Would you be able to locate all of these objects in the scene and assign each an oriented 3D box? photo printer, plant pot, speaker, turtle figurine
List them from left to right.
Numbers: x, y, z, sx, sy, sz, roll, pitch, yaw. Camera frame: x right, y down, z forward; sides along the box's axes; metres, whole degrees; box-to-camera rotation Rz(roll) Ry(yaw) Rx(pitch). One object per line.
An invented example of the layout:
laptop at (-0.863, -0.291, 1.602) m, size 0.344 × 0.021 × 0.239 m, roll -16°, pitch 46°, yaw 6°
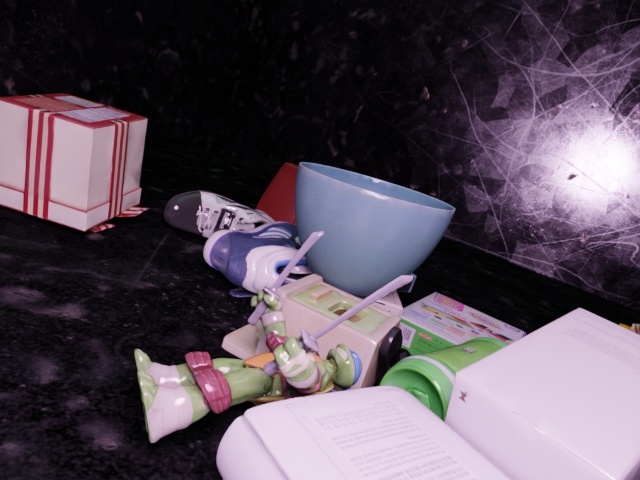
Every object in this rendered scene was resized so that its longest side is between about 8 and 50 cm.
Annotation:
turtle figurine at (-0.076, 0.108, 0.556) m, size 0.266 × 0.274 × 0.198 m, roll -10°, pitch 40°, yaw -23°
plant pot at (-0.039, -0.115, 1.585) m, size 0.267 × 0.235 × 0.267 m, roll 7°, pitch 16°, yaw -38°
plant pot at (0.077, -0.011, 0.879) m, size 0.290 × 0.195 × 0.290 m, roll 15°, pitch 13°, yaw -4°
photo printer at (0.084, 0.264, 0.421) m, size 0.256 × 0.107 × 0.307 m, roll 7°, pitch 17°, yaw -40°
speaker at (0.216, 0.224, 0.736) m, size 0.131 × 0.131 × 0.296 m, roll 28°, pitch 16°, yaw 39°

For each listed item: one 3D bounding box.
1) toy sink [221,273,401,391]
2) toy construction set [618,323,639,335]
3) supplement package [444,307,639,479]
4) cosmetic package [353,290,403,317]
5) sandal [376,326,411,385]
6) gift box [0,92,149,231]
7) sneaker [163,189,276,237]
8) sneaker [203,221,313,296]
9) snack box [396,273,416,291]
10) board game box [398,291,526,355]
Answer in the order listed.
toy sink at (-0.012, 0.141, 0.760) m, size 0.234 × 0.131 × 0.153 m, roll 23°, pitch 13°, yaw 20°
toy construction set at (0.692, 0.274, 1.052) m, size 0.237 × 0.257 × 0.309 m, roll 12°, pitch -14°, yaw 38°
supplement package at (0.305, 0.229, 0.578) m, size 0.293 × 0.175 × 0.177 m, roll -11°, pitch 28°, yaw -35°
cosmetic package at (0.069, 0.117, 1.023) m, size 0.160 × 0.113 × 0.309 m, roll 17°, pitch 12°, yaw -1°
sandal at (0.118, 0.191, 0.736) m, size 0.040 × 0.067 × 0.179 m, roll 23°, pitch -26°, yaw 20°
gift box at (-0.538, -0.171, 1.075) m, size 0.255 × 0.258 × 0.276 m, roll 19°, pitch 20°, yaw 8°
sneaker at (-0.245, -0.049, 1.276) m, size 0.330 × 0.122 × 0.146 m, roll 9°, pitch 13°, yaw -32°
sneaker at (-0.073, 0.050, 1.055) m, size 0.236 × 0.130 × 0.323 m, roll 23°, pitch 15°, yaw 33°
snack box at (0.093, 0.074, 1.355) m, size 0.322 × 0.060 × 0.187 m, roll 9°, pitch 15°, yaw -34°
board game box at (0.310, 0.212, 1.055) m, size 0.242 × 0.064 × 0.316 m, roll 24°, pitch 14°, yaw 27°
